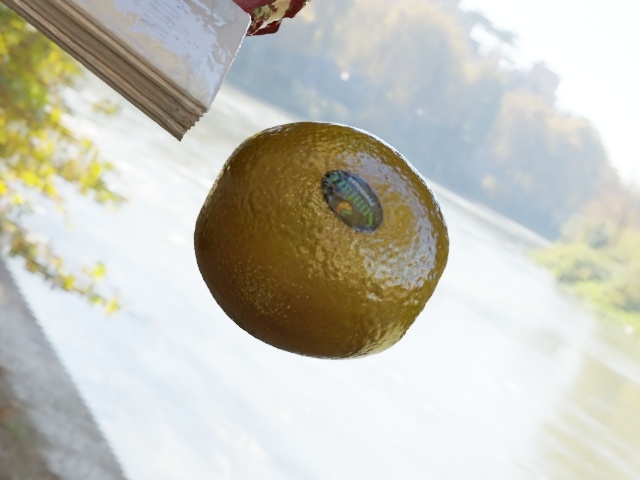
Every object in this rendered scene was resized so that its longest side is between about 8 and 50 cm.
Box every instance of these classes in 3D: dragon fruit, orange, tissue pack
[{"bbox_3d":[-0.064,-0.326,2.002,0.126,0.274,0.161,31,30,-10],"label":"dragon fruit"},{"bbox_3d":[0.000,0.000,1.454,0.236,0.236,0.236,29,5,-2],"label":"orange"},{"bbox_3d":[-0.220,-0.252,1.475,0.325,0.071,0.170,38,38,-15],"label":"tissue pack"}]
